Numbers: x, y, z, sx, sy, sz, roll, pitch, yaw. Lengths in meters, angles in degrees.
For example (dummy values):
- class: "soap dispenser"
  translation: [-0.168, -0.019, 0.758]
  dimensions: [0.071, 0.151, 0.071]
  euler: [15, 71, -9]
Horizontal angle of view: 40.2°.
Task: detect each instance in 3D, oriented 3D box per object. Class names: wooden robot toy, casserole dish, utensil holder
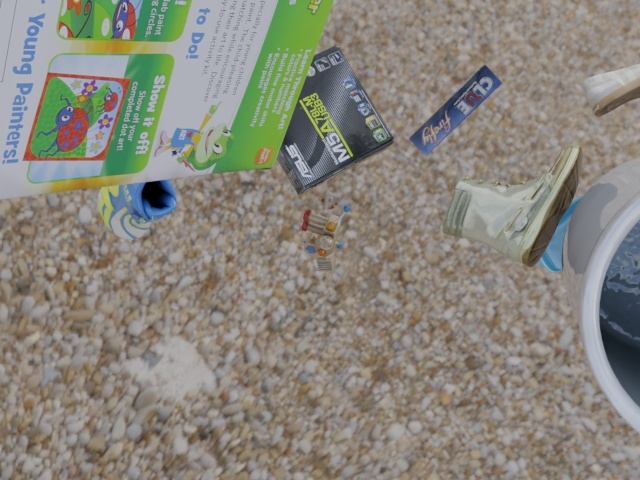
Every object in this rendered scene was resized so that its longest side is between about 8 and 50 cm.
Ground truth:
- class: "wooden robot toy"
  translation: [0.000, 0.000, 1.473]
  dimensions: [0.076, 0.173, 0.079]
  euler: [13, 46, 4]
- class: "casserole dish"
  translation: [0.505, -0.011, 1.721]
  dimensions: [0.037, 0.188, 0.114]
  euler: [25, 33, -44]
- class: "utensil holder"
  translation: [0.466, 0.050, 1.063]
  dimensions: [0.327, 0.328, 0.385]
  euler: [39, 13, 4]

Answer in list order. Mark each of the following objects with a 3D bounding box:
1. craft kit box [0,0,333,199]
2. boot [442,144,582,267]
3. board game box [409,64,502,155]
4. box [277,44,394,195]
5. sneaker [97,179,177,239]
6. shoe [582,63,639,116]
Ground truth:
- class: "craft kit box"
  translation: [-0.087, -0.142, 0.432]
  dimensions: [0.246, 0.250, 0.061]
  euler: [-9, 41, -44]
- class: "boot"
  translation: [0.299, -0.076, 1.356]
  dimensions: [0.165, 0.077, 0.213]
  euler: [22, 72, 32]
- class: "board game box"
  translation: [0.229, -0.223, 1.472]
  dimensions: [0.042, 0.165, 0.243]
  euler: [46, 15, -1]
- class: "box"
  translation: [-0.004, -0.196, 1.409]
  dimensions: [0.184, 0.045, 0.191]
  euler: [-28, 85, -23]
- class: "sneaker"
  translation: [-0.266, -0.052, 1.269]
  dimensions: [0.091, 0.240, 0.126]
  euler: [-22, 59, -21]
- class: "shoe"
  translation: [0.515, -0.264, 1.411]
  dimensions: [0.219, 0.077, 0.058]
  euler: [-22, 66, -22]
